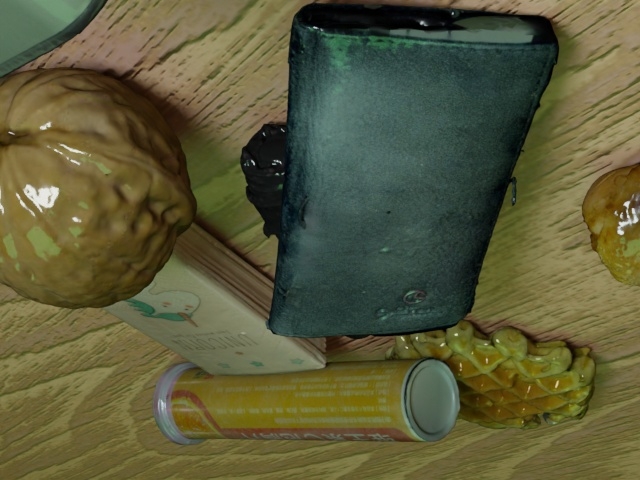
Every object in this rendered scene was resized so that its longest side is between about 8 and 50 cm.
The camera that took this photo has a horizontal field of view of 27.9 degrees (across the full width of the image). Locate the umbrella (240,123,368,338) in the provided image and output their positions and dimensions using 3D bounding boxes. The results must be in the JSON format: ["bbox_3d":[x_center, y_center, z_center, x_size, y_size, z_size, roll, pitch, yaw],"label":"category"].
[{"bbox_3d":[0.000,0.000,1.194,0.090,0.094,0.326,-36,148,-6],"label":"umbrella"}]

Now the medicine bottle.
[{"bbox_3d":[-0.030,0.189,1.524,0.426,0.108,0.108,-9,149,46],"label":"medicine bottle"}]

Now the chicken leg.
[{"bbox_3d":[0.337,-0.006,1.059,0.251,0.087,0.107,5,147,0],"label":"chicken leg"}]

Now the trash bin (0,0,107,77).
[{"bbox_3d":[-0.240,-0.259,0.597,0.158,0.223,0.343,-13,142,43],"label":"trash bin"}]

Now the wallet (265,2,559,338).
[{"bbox_3d":[0.059,-0.038,1.028,0.190,0.046,0.379,0,142,-6],"label":"wallet"}]

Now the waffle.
[{"bbox_3d":[0.192,0.164,1.497,0.249,0.056,0.261,7,156,7],"label":"waffle"}]

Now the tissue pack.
[{"bbox_3d":[-0.143,0.058,1.385,0.170,0.071,0.325,-10,149,31],"label":"tissue pack"}]

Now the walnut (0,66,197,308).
[{"bbox_3d":[-0.201,-0.041,1.058,0.213,0.213,0.213,9,155,4],"label":"walnut"}]
